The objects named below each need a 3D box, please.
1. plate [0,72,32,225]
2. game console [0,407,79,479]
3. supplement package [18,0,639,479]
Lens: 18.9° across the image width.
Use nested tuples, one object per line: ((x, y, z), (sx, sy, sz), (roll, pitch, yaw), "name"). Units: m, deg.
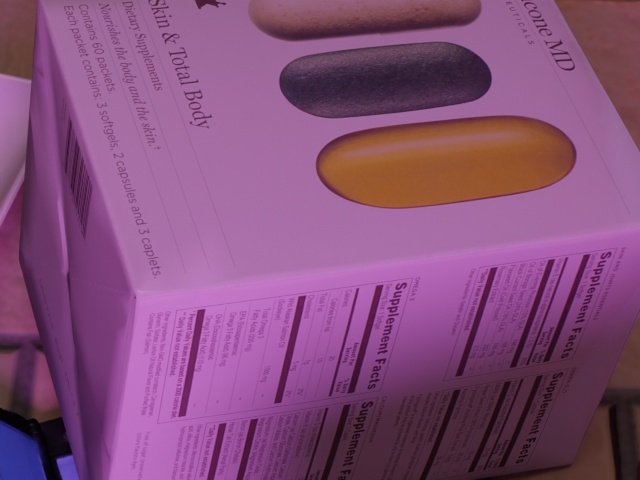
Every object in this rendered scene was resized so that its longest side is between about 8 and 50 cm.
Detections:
((-0.317, -0.005, 1.089), (0.278, 0.045, 0.277), (11, 51, 8), "plate")
((-0.121, 0.124, 0.972), (0.107, 0.071, 0.122), (-14, 53, -12), "game console")
((0.000, 0.000, 0.969), (0.263, 0.198, 0.199), (-7, 50, -19), "supplement package")
